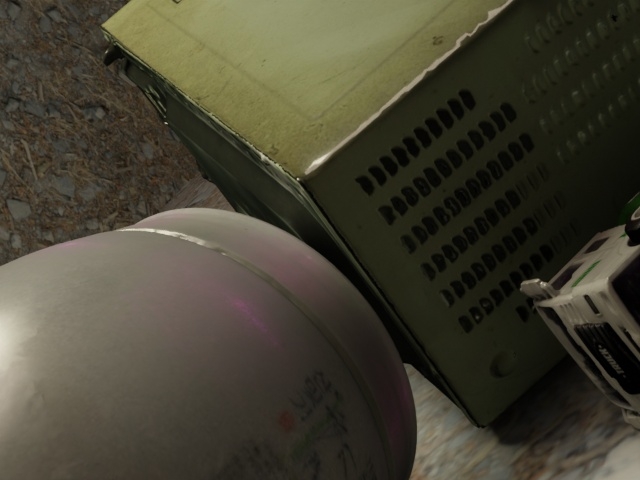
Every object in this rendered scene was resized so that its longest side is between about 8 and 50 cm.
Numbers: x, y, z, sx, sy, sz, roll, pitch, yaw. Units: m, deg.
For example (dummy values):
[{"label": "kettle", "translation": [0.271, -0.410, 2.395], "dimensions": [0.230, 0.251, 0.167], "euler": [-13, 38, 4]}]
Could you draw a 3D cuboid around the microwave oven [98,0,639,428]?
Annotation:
[{"label": "microwave oven", "translation": [0.079, -0.111, 0.840], "dimensions": [0.333, 0.247, 0.394], "euler": [-42, 33, -4]}]

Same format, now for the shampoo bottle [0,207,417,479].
[{"label": "shampoo bottle", "translation": [-0.101, 0.132, 0.632], "dimensions": [0.273, 0.273, 0.266], "euler": [-31, 7, 38]}]

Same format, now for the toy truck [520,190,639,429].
[{"label": "toy truck", "translation": [0.218, -0.017, 0.623], "dimensions": [0.242, 0.101, 0.125], "euler": [-41, 6, -20]}]
